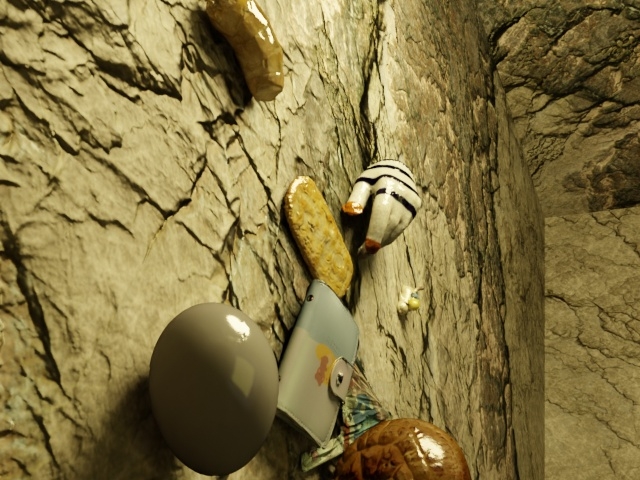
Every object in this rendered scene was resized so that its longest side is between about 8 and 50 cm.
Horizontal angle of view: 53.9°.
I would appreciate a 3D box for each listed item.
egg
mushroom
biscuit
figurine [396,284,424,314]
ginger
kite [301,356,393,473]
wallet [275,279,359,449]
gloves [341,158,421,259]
[{"bbox_3d":[-0.120,0.169,0.718,0.146,0.146,0.199,-7,96,-62],"label":"egg"},{"bbox_3d":[0.127,0.412,1.003,0.153,0.253,0.253,30,56,-40],"label":"mushroom"},{"bbox_3d":[0.000,0.000,1.108,0.247,0.029,0.118,64,34,-32],"label":"biscuit"},{"bbox_3d":[0.207,0.135,1.443,0.047,0.050,0.083,56,37,-31],"label":"figurine"},{"bbox_3d":[-0.103,-0.293,0.944,0.095,0.069,0.190,-55,135,-22],"label":"ginger"},{"bbox_3d":[0.057,0.355,1.148,0.368,0.014,0.406,5,80,-61],"label":"kite"},{"bbox_3d":[-0.008,0.198,1.009,0.170,0.069,0.231,52,47,-38],"label":"wallet"},{"bbox_3d":[0.131,-0.063,1.269,0.140,0.131,0.219,57,28,-36],"label":"gloves"}]
